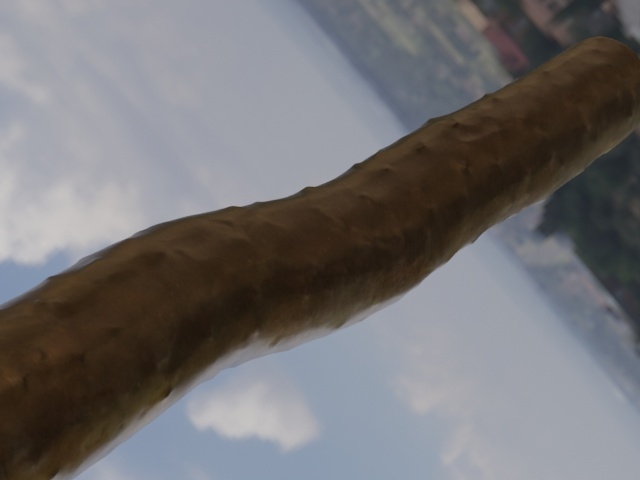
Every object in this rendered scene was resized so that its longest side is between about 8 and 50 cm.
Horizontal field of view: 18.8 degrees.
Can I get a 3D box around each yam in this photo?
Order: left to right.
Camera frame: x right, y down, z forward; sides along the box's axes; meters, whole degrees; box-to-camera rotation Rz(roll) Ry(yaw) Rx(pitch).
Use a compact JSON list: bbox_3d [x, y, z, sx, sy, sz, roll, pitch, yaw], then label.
[{"bbox_3d":[0.000,0.000,0.512,0.045,0.045,0.327,37,-144,19],"label":"yam"}]
